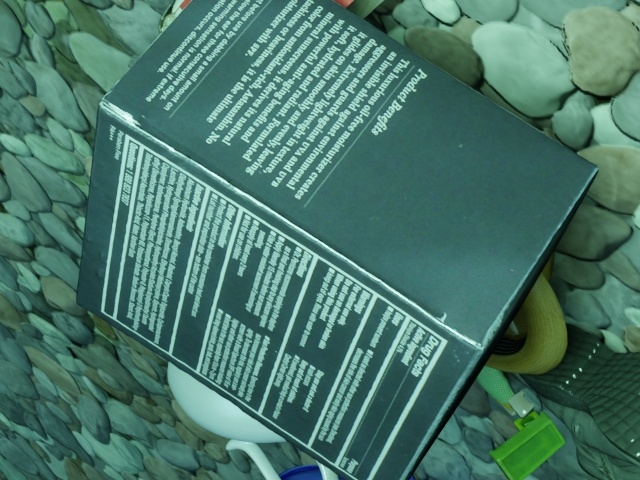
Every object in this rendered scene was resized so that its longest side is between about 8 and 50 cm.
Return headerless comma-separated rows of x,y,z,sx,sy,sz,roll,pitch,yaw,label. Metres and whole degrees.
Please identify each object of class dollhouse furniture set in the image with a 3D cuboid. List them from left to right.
0.150,0.147,1.526,0.076,0.058,0.151,55,176,-36,dollhouse furniture set

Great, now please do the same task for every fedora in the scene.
0.133,0.018,1.405,0.194,0.079,0.194,31,149,22,fedora

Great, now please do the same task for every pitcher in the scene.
-0.056,0.175,1.782,0.207,0.125,0.177,18,100,32,pitcher

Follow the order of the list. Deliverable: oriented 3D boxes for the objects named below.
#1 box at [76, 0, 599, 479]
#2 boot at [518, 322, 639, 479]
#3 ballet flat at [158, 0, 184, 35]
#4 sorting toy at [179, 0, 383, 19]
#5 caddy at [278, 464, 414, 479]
0.000,0.000,1.262,0.294,0.182,0.296,34,151,7,box
0.268,0.165,1.428,0.161,0.083,0.246,54,169,-29,boot
-0.108,-0.189,1.458,0.041,0.041,0.114,43,152,-3,ballet flat
-0.061,-0.246,1.263,0.255,0.089,0.257,45,152,-6,sorting toy
0.008,0.385,1.838,0.179,0.341,0.241,-18,118,39,caddy
